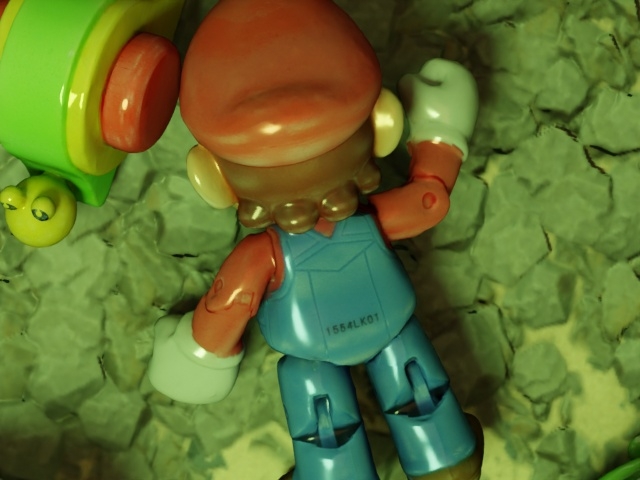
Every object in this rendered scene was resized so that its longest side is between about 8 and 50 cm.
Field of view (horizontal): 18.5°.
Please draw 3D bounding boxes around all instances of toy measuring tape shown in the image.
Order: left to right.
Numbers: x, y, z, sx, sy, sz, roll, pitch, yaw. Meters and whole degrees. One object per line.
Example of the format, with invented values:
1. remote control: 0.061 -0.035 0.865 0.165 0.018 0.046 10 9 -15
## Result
1. toy measuring tape: -0.121 -0.155 1.111 0.121 0.121 0.330 17 90 -12

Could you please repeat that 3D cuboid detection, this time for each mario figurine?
1. mario figurine: 0.000 0.000 1.167 0.198 0.170 0.320 -30 112 -45

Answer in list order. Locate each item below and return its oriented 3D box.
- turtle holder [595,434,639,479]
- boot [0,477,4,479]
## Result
1. turtle holder: 0.272 0.239 1.154 0.320 0.227 0.243 -11 93 -11
2. boot: -0.236 0.144 1.073 0.244 0.176 0.088 31 87 -10
